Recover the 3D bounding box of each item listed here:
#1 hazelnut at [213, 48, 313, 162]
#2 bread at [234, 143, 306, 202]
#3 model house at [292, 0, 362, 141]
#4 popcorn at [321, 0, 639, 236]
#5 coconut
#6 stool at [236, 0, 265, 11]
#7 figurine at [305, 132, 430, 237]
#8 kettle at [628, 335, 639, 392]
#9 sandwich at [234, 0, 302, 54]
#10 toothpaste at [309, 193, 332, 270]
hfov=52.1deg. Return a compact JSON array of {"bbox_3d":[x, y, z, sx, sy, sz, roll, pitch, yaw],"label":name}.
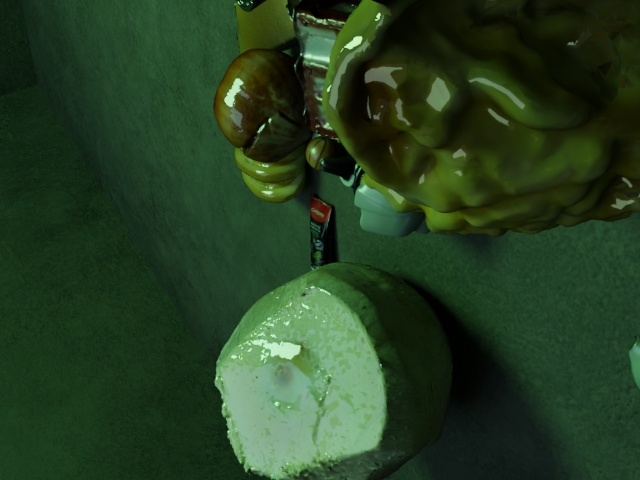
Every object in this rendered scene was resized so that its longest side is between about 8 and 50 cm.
[{"bbox_3d":[-0.083,-0.222,1.078,0.182,0.182,0.182,41,145,37],"label":"hazelnut"},{"bbox_3d":[-0.104,-0.208,1.282,0.173,0.121,0.311,37,142,37],"label":"bread"},{"bbox_3d":[0.108,-0.221,0.866,0.254,0.160,0.196,28,137,38],"label":"model house"},{"bbox_3d":[0.157,-0.171,0.576,0.349,0.381,0.349,-4,81,31],"label":"popcorn"},{"bbox_3d":[0.047,0.229,1.162,0.404,0.404,0.405,41,145,37],"label":"coconut"},{"bbox_3d":[-0.018,-0.484,0.786,0.310,0.226,0.310,-17,99,61],"label":"stool"},{"bbox_3d":[0.085,-0.104,0.996,0.236,0.176,0.133,47,133,37],"label":"figurine"},{"bbox_3d":[0.430,0.137,0.701,0.148,0.126,0.098,146,129,-65],"label":"kettle"},{"bbox_3d":[-0.052,-0.370,1.065,0.186,0.108,0.220,44,145,35],"label":"sandwich"},{"bbox_3d":[0.000,0.000,1.371,0.071,0.045,0.194,34,135,44],"label":"toothpaste"}]
